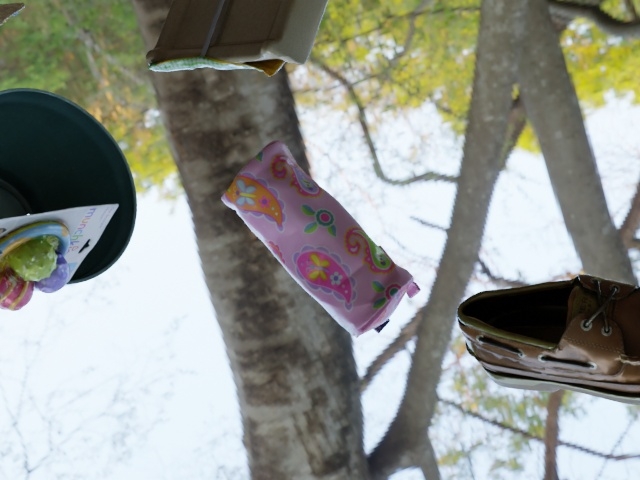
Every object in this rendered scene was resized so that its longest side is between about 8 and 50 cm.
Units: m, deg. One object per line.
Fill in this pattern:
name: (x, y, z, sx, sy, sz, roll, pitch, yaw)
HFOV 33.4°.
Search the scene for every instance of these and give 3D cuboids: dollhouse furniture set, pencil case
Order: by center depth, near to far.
dollhouse furniture set: (-0.032, -0.286, 1.165, 0.198, 0.151, 0.301, 5, -110, 40)
pencil case: (0.000, 0.000, 1.424, 0.124, 0.284, 0.124, -44, 173, -6)

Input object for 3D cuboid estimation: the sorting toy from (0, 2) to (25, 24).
sorting toy: (-0.511, -0.353, 1.676, 0.083, 0.012, 0.062, 3, -140, 29)

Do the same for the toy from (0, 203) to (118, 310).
toy: (-0.318, 0.034, 1.102, 0.237, 0.056, 0.137, -8, 146, -50)

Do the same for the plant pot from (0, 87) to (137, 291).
plant pot: (-0.446, -0.051, 1.559, 0.196, 0.293, 0.293, -23, -160, 43)

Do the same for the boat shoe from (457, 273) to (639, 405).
boat shoe: (0.277, 0.093, 1.066, 0.307, 0.104, 0.110, -11, -137, 37)
